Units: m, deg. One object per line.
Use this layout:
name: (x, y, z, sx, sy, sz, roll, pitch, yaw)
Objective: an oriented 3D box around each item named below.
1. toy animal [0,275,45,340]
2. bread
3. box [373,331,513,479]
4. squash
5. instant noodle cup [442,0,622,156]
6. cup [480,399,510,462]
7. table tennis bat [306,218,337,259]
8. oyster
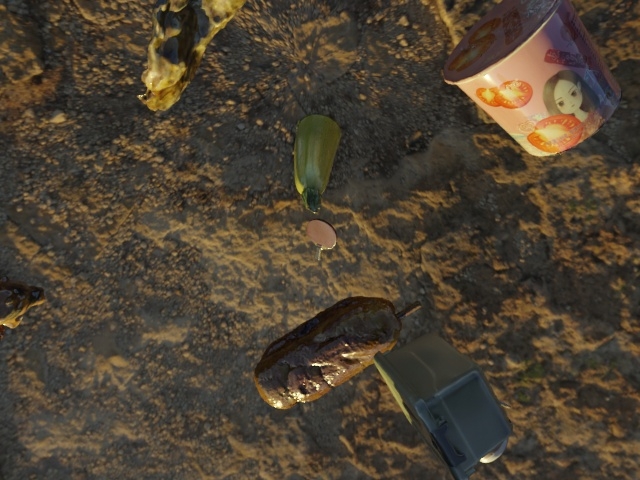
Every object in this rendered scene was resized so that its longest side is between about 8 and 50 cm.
toy animal: (-0.404, 0.006, 0.527, 0.255, 0.114, 0.116, 50, 122, 12)
bread: (0.020, 0.182, 0.869, 0.344, 0.084, 0.124, -35, 95, 27)
box: (0.146, 0.186, 0.629, 0.093, 0.172, 0.123, -31, 103, -6)
squash: (-0.009, -0.140, 1.014, 0.095, 0.224, 0.094, 2, 142, 2)
instant noodle cup: (0.386, -0.298, 0.945, 0.231, 0.243, 0.243, 40, 103, -22)
cup: (0.261, 0.303, 0.881, 0.099, 0.102, 0.074, 43, 136, -2)
table tennis bat: (0.000, 0.000, 0.790, 0.050, 0.007, 0.083, 24, 138, 13)
oyster: (-0.101, -0.271, 0.513, 0.079, 0.128, 0.345, 33, 120, -4)
